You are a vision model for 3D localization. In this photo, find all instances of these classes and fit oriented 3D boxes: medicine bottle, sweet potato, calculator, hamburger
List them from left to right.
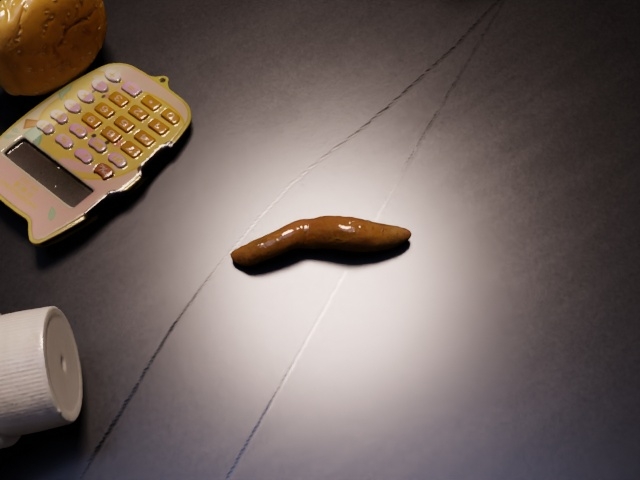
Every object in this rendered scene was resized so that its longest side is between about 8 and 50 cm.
[{"bbox_3d":[-0.333,0.126,0.629,0.247,0.147,0.147,-11,62,-2],"label":"medicine bottle"},{"bbox_3d":[-0.299,-0.226,0.815,0.083,0.138,0.147,41,69,15],"label":"hamburger"},{"bbox_3d":[-0.245,-0.099,0.807,0.157,0.033,0.236,35,67,20],"label":"calculator"},{"bbox_3d":[0.000,-0.004,0.742,0.179,0.044,0.044,-5,62,-1],"label":"sweet potato"}]
